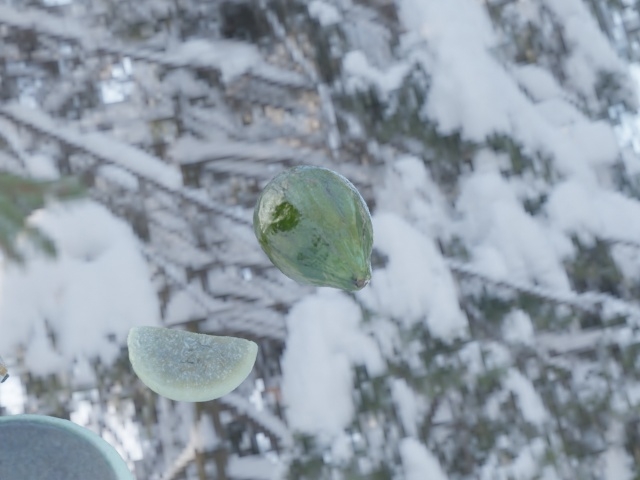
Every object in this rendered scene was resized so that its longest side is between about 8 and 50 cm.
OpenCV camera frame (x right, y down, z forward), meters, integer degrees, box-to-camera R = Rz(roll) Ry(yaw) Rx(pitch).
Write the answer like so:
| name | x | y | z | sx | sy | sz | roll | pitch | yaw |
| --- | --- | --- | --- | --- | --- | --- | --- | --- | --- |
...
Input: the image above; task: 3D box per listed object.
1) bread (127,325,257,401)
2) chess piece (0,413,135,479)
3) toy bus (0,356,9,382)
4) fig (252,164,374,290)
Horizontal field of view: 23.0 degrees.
| name | x | y | z | sx | sy | sz | roll | pitch | yaw |
| --- | --- | --- | --- | --- | --- | --- | --- | --- | --- |
| bread | -0.194 | 0.183 | 2.307 | 0.193 | 0.112 | 0.036 | 8 | -36 | 0 |
| chess piece | -0.248 | 0.304 | 1.299 | 0.195 | 0.194 | 0.299 | -6 | -44 | -16 |
| toy bus | -0.443 | 0.123 | 1.855 | 0.103 | 0.182 | 0.091 | -46 | -47 | 3 |
| fig | 0.000 | 0.000 | 1.657 | 0.123 | 0.156 | 0.123 | -11 | -48 | -13 |
